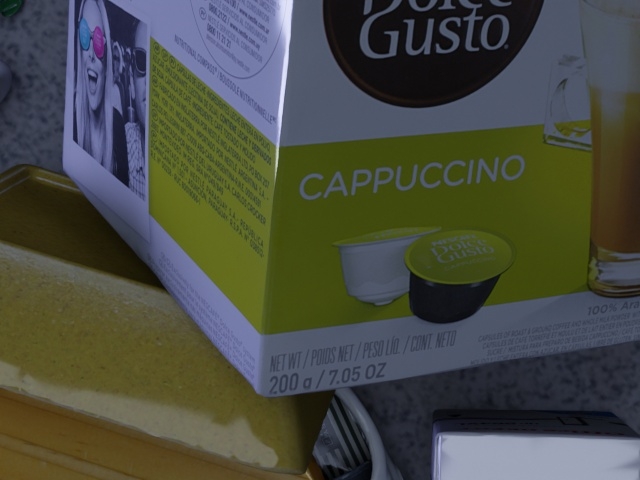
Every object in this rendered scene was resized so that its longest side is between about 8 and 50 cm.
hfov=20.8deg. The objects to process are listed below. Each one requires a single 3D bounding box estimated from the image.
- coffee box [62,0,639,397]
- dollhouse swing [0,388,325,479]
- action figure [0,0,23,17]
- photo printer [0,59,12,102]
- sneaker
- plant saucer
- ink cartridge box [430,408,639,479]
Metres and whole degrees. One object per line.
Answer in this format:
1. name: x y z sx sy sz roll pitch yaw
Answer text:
1. coffee box: 0.054 -0.144 1.111 0.338 0.338 0.334 -7 118 -26
2. dollhouse swing: -0.219 0.238 1.237 0.305 0.315 0.347 15 89 35
3. action figure: -0.314 -0.226 1.315 0.137 0.232 0.063 7 76 42
4. photo printer: -0.435 -0.116 1.353 0.307 0.107 0.256 34 88 3
5. sneaker: 0.029 0.209 1.331 0.094 0.091 0.258 -31 87 2
6. plant saucer: -0.140 0.032 1.219 0.333 0.333 0.081 17 102 3
7. ink cartridge box: 0.154 0.173 1.270 0.148 0.203 0.086 1 89 2
